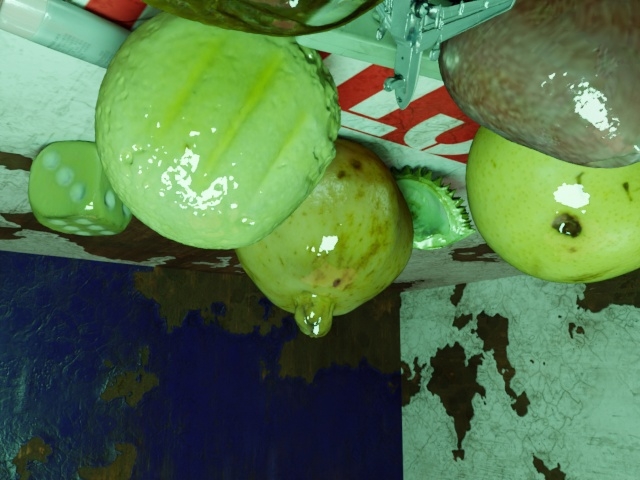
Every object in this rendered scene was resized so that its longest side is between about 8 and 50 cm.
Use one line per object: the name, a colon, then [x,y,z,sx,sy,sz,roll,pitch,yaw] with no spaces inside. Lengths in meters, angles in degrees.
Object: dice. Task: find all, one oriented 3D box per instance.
dice: [-0.512,-0.109,1.279,0.166,0.170,0.169,-2,167,10]

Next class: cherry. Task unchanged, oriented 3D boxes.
cherry: [0.266,-0.198,0.639,0.261,0.308,0.221,3,130,-18]

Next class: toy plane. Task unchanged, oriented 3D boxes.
toy plane: [0.099,-0.243,0.611,0.058,0.226,0.226,-18,-139,-41]

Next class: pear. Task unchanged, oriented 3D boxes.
pear: [0.403,-0.105,0.909,0.347,0.349,0.348,0,168,0]

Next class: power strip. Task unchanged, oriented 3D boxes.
power strip: [0.060,-0.268,0.717,0.287,0.093,0.053,6,170,-25]

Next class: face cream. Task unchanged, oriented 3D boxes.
face cream: [-0.324,-0.276,0.782,0.198,0.057,0.084,15,160,-42]

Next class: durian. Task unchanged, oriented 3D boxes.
durian: [0.176,-0.062,1.411,0.393,0.198,0.163,-2,169,22]

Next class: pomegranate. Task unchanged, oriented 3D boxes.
pomegranate: [0.000,0.000,1.196,0.409,0.411,0.410,0,168,0]

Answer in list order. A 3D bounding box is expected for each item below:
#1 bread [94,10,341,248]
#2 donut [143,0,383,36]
bread: [-0.132,-0.149,0.779,0.320,0.321,0.237,1,-178,-5]
donut: [-0.057,-0.297,0.492,0.329,0.160,0.330,4,179,0]
